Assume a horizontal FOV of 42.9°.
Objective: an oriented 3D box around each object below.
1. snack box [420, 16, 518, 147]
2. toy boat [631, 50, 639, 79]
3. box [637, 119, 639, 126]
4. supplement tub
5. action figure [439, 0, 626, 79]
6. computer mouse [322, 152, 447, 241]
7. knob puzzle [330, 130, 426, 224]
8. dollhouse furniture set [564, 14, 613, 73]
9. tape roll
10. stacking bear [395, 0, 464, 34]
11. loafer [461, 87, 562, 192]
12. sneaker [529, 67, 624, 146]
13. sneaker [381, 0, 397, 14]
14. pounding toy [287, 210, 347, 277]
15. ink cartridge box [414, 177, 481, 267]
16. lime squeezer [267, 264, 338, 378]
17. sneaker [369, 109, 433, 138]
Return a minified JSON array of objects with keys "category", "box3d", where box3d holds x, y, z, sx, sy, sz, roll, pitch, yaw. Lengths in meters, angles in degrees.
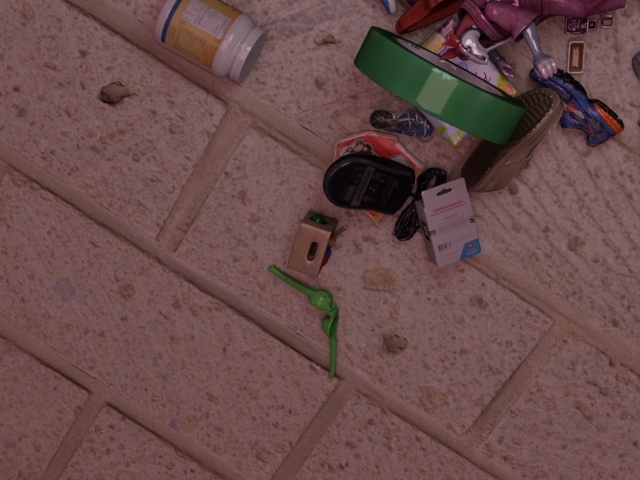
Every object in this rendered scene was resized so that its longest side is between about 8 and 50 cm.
[{"category":"snack box","box3d":[0.275,-0.325,1.681,0.174,0.070,0.207,-42,97,18]},{"category":"toy boat","box3d":[0.680,-0.458,1.549,0.268,0.148,0.318,16,101,-1]},{"category":"box","box3d":[0.768,-0.283,1.589,0.094,0.113,0.275,45,109,-6]},{"category":"supplement tub","box3d":[-0.228,-0.429,1.697,0.200,0.144,0.144,29,109,0]},{"category":"action figure","box3d":[0.368,-0.437,1.481,0.370,0.248,0.275,-26,104,-15]},{"category":"computer mouse","box3d":[0.117,-0.113,1.734,0.272,0.072,0.188,15,116,-28]},{"category":"knob puzzle","box3d":[0.105,-0.154,1.781,0.213,0.030,0.213,3,107,9]},{"category":"dollhouse furniture set","box3d":[0.533,-0.387,1.612,0.091,0.081,0.114,1,106,9]},{"category":"tape roll","box3d":[0.219,-0.286,1.496,0.321,0.321,0.077,27,109,1]},{"category":"stacking bear","box3d":[0.184,-0.578,1.581,0.175,0.164,0.289,-25,90,59]},{"category":"loafer","box3d":[0.400,-0.202,1.677,0.092,0.101,0.268,12,133,-38]},{"category":"sneaker","box3d":[0.508,-0.271,1.654,0.221,0.083,0.087,40,117,0]},{"category":"sneaker","box3d":[0.095,-0.521,1.659,0.085,0.058,0.152,-22,97,9]},{"category":"pounding toy","box3d":[0.000,0.000,1.791,0.100,0.130,0.141,19,108,4]},{"category":"ink cartridge box","box3d":[0.269,-0.046,1.739,0.104,0.060,0.180,-20,113,-8]},{"category":"lime squeezer","box3d":[-0.007,0.181,1.885,0.110,0.059,0.310,-26,101,15]},{"category":"sneaker","box3d":[0.174,-0.248,1.728,0.135,0.058,0.052,16,94,11]}]
